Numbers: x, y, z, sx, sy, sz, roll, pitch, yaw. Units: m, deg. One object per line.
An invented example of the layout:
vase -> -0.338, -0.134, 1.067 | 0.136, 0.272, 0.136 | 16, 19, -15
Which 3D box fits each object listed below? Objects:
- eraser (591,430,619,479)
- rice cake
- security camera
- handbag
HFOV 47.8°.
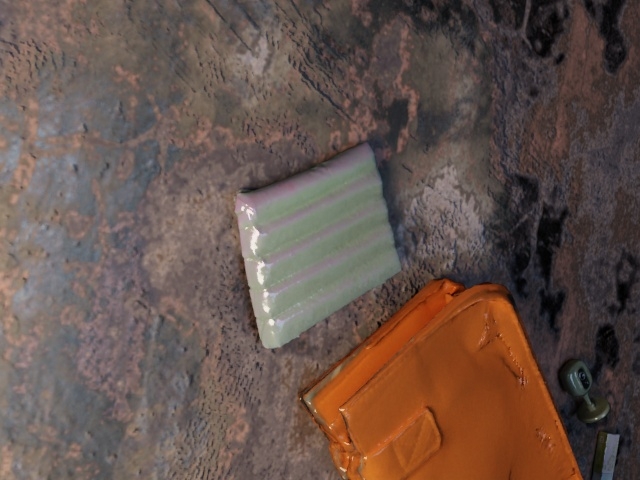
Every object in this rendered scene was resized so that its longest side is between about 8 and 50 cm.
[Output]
eraser -> 0.470, 0.358, 1.191 | 0.038, 0.019, 0.083 | 15, 85, -37
rice cake -> 0.000, 0.000, 0.817 | 0.198, 0.037, 0.189 | -20, 105, -33
security camera -> 0.407, 0.231, 1.121 | 0.058, 0.058, 0.092 | -40, 107, -26
handbag -> 0.175, 0.274, 0.915 | 0.303, 0.116, 0.410 | -38, 113, -28
